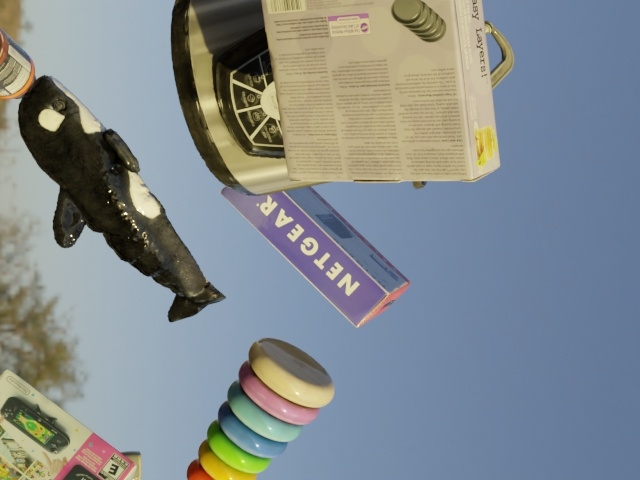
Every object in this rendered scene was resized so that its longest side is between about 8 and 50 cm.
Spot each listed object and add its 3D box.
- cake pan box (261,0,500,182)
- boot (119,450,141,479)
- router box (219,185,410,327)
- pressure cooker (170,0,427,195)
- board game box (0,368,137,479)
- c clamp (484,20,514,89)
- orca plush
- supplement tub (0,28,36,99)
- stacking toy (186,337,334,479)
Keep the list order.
[{"bbox_3d":[0.056,-0.187,1.318,0.267,0.070,0.246,1,-74,37],"label":"cake pan box"},{"bbox_3d":[-0.420,0.398,2.119,0.190,0.208,0.076,109,-19,-64],"label":"boot"},{"bbox_3d":[0.000,0.000,2.165,0.082,0.335,0.301,-47,174,9],"label":"router box"},{"bbox_3d":[0.031,-0.276,1.778,0.370,0.420,0.375,43,42,-62],"label":"pressure cooker"},{"bbox_3d":[-0.418,0.353,1.554,0.303,0.224,0.097,-52,176,-33],"label":"board game box"},{"bbox_3d":[0.267,-0.319,2.040,0.022,0.160,0.137,-20,-75,51],"label":"c clamp"},{"bbox_3d":[-0.225,-0.021,1.212,0.151,0.102,0.287,17,-37,55],"label":"orca plush"},{"bbox_3d":[-0.598,-0.327,2.241,0.198,0.106,0.106,56,28,-76],"label":"supplement tub"},{"bbox_3d":[-0.119,0.309,1.771,0.330,0.141,0.141,-57,-152,14],"label":"stacking toy"}]
